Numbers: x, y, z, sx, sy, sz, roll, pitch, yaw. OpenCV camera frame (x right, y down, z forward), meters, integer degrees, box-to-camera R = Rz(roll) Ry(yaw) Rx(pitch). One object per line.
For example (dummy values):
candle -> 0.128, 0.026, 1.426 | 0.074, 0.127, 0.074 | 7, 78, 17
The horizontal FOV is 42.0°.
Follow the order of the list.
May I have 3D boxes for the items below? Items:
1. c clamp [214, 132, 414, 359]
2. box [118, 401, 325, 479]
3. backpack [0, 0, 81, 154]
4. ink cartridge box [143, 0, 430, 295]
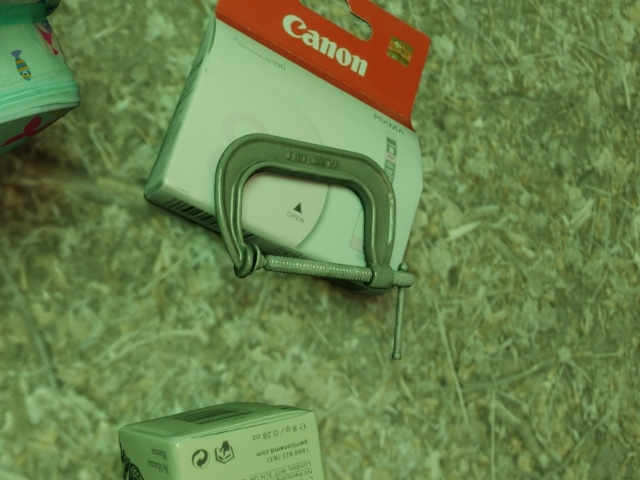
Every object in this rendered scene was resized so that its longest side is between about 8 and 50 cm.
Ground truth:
c clamp -> 0.000, 0.000, 0.554 | 0.161, 0.022, 0.137 | 14, 77, -28
box -> -0.047, 0.242, 0.502 | 0.094, 0.113, 0.275 | -6, 85, -30
backpack -> -0.218, -0.112, 0.369 | 0.225, 0.253, 0.191 | -27, 97, -31
ink cartridge box -> -0.003, -0.100, 0.609 | 0.189, 0.066, 0.232 | 25, 76, -25
